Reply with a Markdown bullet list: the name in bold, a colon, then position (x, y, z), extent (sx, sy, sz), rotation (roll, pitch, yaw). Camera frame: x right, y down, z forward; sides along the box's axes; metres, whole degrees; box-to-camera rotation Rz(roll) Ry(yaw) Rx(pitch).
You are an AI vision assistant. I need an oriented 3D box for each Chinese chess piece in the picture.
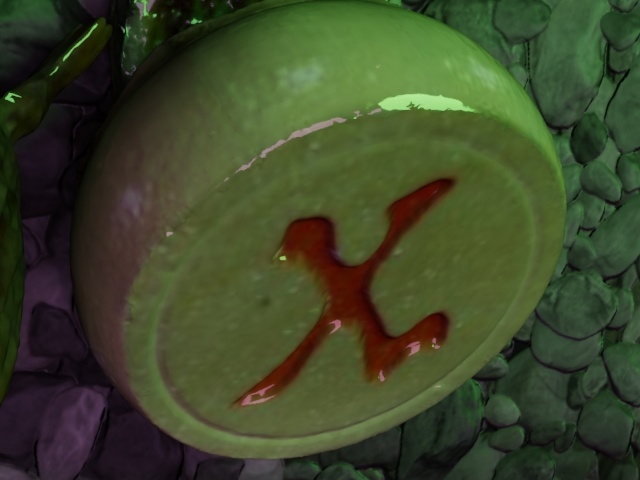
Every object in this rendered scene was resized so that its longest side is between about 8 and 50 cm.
- **Chinese chess piece**: position (0.000, 0.000, 0.705), extent (0.338, 0.140, 0.338), rotation (-14, 134, -15)

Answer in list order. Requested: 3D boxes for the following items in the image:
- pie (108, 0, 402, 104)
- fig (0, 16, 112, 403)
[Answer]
- **pie**: position (-0.041, -0.140, 0.742), extent (0.240, 0.054, 0.240), rotation (-8, 111, -21)
- **fig**: position (-0.247, -0.029, 0.586), extent (0.369, 0.286, 0.286), rotation (-47, 122, -24)
